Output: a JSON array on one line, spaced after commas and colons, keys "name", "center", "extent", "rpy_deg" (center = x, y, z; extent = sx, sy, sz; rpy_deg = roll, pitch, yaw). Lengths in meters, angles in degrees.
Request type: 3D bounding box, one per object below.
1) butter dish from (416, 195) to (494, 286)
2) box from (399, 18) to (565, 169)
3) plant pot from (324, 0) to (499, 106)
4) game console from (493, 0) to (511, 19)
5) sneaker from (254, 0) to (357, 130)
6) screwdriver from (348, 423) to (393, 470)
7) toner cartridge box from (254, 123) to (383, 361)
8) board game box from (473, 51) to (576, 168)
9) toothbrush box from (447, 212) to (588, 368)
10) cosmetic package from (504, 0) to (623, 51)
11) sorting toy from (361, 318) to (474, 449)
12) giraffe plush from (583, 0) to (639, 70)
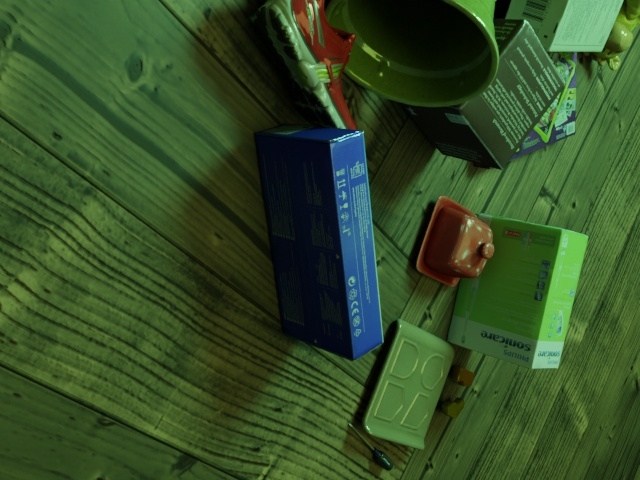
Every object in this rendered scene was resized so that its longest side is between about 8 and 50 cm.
[{"name": "butter dish", "center": [0.285, 0.011, 1.476], "extent": [0.160, 0.118, 0.160], "rpy_deg": [24, 83, -46]}, {"name": "box", "center": [0.287, -0.266, 1.341], "extent": [0.203, 0.168, 0.167], "rpy_deg": [-53, 126, -7]}, {"name": "plant pot", "center": [0.171, -0.396, 1.186], "extent": [0.276, 0.276, 0.253], "rpy_deg": [41, 60, -42]}, {"name": "game console", "center": [0.371, -0.574, 1.385], "extent": [0.213, 0.044, 0.361], "rpy_deg": [-23, 134, -45]}, {"name": "sneaker", "center": [0.012, -0.258, 1.122], "extent": [0.118, 0.107, 0.279], "rpy_deg": [-42, 136, -13]}, {"name": "screwdriver", "center": [0.099, 0.398, 1.462], "extent": [0.025, 0.024, 0.170], "rpy_deg": [-32, 124, 0]}, {"name": "toner cartridge box", "center": [0.000, 0.000, 1.162], "extent": [0.075, 0.165, 0.347], "rpy_deg": [-24, 117, -38]}, {"name": "board game box", "center": [0.441, -0.293, 1.605], "extent": [0.347, 0.056, 0.208], "rpy_deg": [-22, 119, -39]}, {"name": "toothbrush box", "center": [0.404, 0.102, 1.554], "extent": [0.122, 0.206, 0.283], "rpy_deg": [11, 92, -46]}, {"name": "cosmetic package", "center": [0.496, -0.469, 1.508], "extent": [0.309, 0.113, 0.160], "rpy_deg": [-17, 130, -51]}, {"name": "sorting toy", "center": [0.204, 0.305, 1.533], "extent": [0.307, 0.041, 0.229], "rpy_deg": [29, 75, -45]}, {"name": "giraffe plush", "center": [0.678, -0.497, 1.728], "extent": [0.170, 0.181, 0.210], "rpy_deg": [-59, 169, -2]}]
